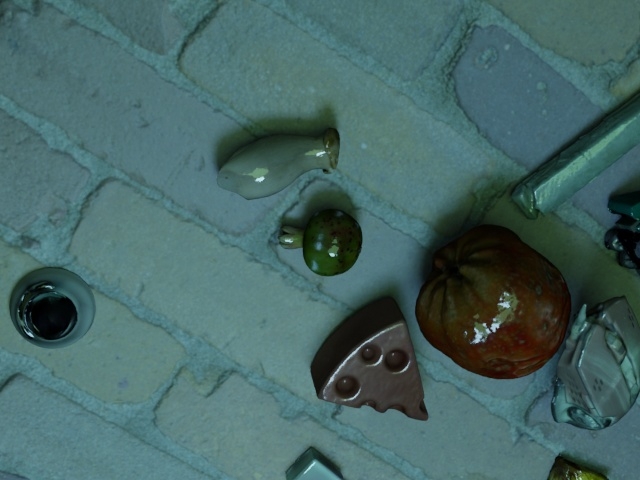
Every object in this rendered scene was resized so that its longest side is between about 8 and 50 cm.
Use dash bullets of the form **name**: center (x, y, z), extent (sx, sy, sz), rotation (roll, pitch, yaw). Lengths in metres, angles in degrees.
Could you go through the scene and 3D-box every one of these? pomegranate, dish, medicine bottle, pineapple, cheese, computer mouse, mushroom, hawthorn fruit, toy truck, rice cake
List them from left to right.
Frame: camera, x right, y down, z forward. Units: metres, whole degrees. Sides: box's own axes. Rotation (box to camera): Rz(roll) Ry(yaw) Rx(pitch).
- **dish**: center (-0.440, 0.123, 1.789), extent (0.141, 0.078, 0.141), rotation (-2, 107, -8)
- **mushroom**: center (-0.064, -0.123, 1.770), extent (0.212, 0.088, 0.097), rotation (-17, 118, -10)
- **pomegranate**: center (0.000, 0.000, 1.815), extent (0.142, 0.114, 0.115), rotation (9, 107, 15)
- **medicine bottle**: center (0.004, 0.438, 1.967), extent (0.118, 0.055, 0.074), rotation (40, 96, -17)
- **cheese**: center (0.073, 0.221, 1.883), extent (0.177, 0.128, 0.203), rotation (-15, 113, -2)
- **hawthorn fruit**: center (0.285, 0.108, 1.809), extent (0.258, 0.258, 0.262), rotation (-24, 114, -1)
- **pineapple**: center (0.470, 0.454, 2.050), extent (0.137, 0.069, 0.116), rotation (-22, 104, -11)
- **rice cake**: center (0.472, -0.155, 1.860), extent (0.336, 0.063, 0.066), rotation (-37, 112, 2)
- **computer mouse**: center (0.485, 0.210, 1.858), extent (0.199, 0.115, 0.389), rotation (-54, 150, -23)
- **toy truck**: center (0.595, 0.023, 1.912), extent (0.124, 0.114, 0.253), rotation (-43, 109, -6)
